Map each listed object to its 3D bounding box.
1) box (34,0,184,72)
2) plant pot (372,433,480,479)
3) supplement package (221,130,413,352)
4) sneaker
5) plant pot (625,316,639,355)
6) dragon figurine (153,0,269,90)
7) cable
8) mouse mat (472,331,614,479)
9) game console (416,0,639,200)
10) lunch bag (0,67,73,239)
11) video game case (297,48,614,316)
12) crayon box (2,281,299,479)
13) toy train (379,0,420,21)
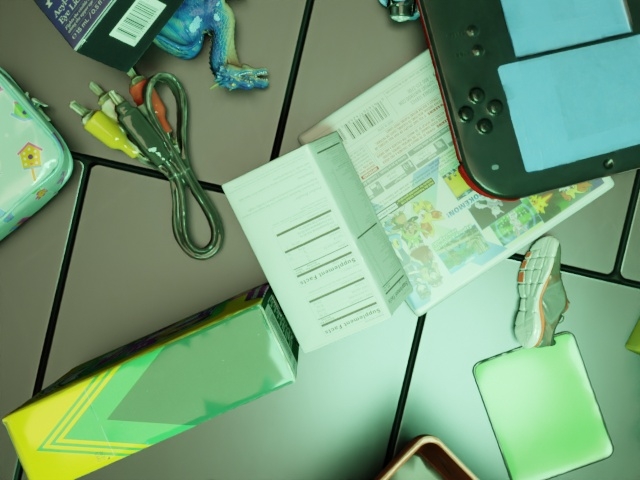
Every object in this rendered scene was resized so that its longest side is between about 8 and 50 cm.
[{"bbox_3d":[-0.288,-0.345,1.474,0.153,0.108,0.207,-50,62,14],"label":"box"},{"bbox_3d":[0.130,0.413,1.483,0.267,0.236,0.267,-45,91,0],"label":"plant pot"},{"bbox_3d":[0.000,0.000,1.500,0.134,0.139,0.244,-24,94,21],"label":"supplement package"},{"bbox_3d":[0.312,0.073,1.574,0.065,0.061,0.157,10,93,-27],"label":"sneaker"},{"bbox_3d":[0.477,0.133,1.552,0.081,0.083,0.081,27,91,0],"label":"plant pot"},{"bbox_3d":[-0.193,-0.297,1.539,0.289,0.085,0.144,22,91,0],"label":"dragon figurine"},{"bbox_3d":[-0.209,-0.114,1.574,0.139,0.072,0.287,-38,104,-16],"label":"cable"},{"bbox_3d":[0.310,0.236,1.593,0.153,0.007,0.189,-19,90,0],"label":"mouse mat"},{"bbox_3d":[0.335,-0.248,1.519,0.387,0.060,0.342,-14,92,-12],"label":"game console"},{"bbox_3d":[-0.486,-0.104,1.533,0.279,0.108,0.224,-41,88,0],"label":"lunch bag"},{"bbox_3d":[0.185,-0.109,1.570,0.329,0.036,0.300,-34,91,0],"label":"video game case"},{"bbox_3d":[-0.188,0.168,1.412,0.313,0.363,0.106,-25,92,1],"label":"crayon box"},{"bbox_3d":[0.135,-0.387,1.543,0.105,0.080,0.184,2,91,-6],"label":"toy train"}]
